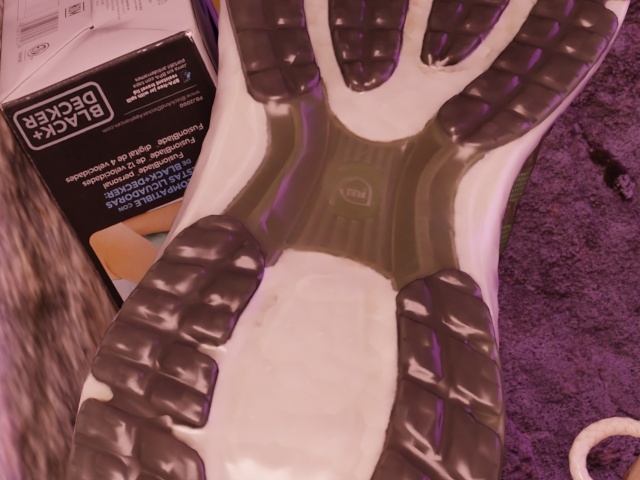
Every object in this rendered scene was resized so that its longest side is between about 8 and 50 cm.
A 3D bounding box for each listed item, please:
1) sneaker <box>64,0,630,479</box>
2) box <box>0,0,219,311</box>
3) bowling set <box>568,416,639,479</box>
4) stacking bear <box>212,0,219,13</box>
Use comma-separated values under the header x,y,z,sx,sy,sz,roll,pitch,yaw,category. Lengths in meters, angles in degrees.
x,y,z,sx,sy,sz,roll,pitch,yaw,category
0.011,-0.001,0.519,0.182,0.158,0.410,102,9,-57,sneaker
-0.056,-0.006,0.648,0.169,0.087,0.290,-108,175,-56,box
0.117,0.177,0.435,0.200,0.154,0.287,-16,-74,58,bowling set
-0.091,-0.268,1.482,0.164,0.175,0.289,67,9,-75,stacking bear
